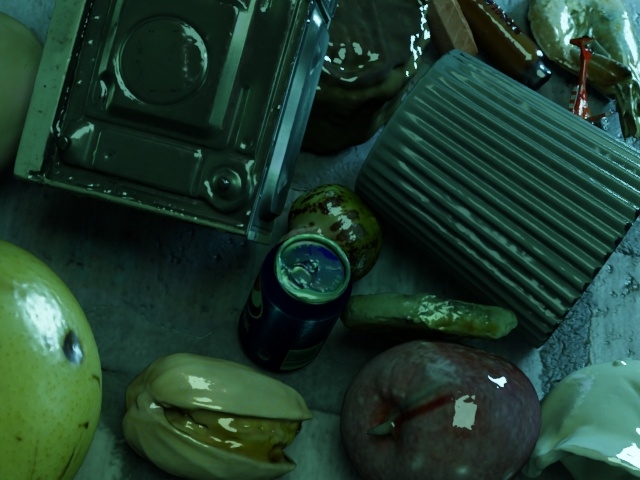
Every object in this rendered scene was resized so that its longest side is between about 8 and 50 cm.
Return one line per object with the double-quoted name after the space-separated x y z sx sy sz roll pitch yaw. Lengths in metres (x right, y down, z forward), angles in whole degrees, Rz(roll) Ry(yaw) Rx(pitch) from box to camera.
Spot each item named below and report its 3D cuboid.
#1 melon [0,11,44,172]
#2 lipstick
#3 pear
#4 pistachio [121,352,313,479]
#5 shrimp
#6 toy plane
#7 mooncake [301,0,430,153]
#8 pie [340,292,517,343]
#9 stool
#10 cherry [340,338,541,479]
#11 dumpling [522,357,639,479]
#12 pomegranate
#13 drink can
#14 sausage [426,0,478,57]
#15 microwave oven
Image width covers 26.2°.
-0.483 -0.164 1.715 0.317 0.223 0.223 -35 77 -29 "melon"
0.202 -0.393 2.124 0.077 0.077 0.418 -35 78 -29 "lipstick"
-0.406 0.168 1.497 0.348 0.348 0.348 7 61 -13 "pear"
-0.125 0.218 1.666 0.229 0.157 0.157 16 59 -14 "pistachio"
0.422 -0.287 2.139 0.168 0.077 0.317 -8 61 -9 "shrimp"
0.381 -0.202 2.063 0.077 0.126 0.194 22 53 -51 "toy plane"
-0.006 -0.299 1.948 0.324 0.187 0.324 8 62 -15 "mooncake"
0.137 0.102 1.747 0.240 0.240 0.054 7 80 -13 "pie"
0.247 -0.069 1.846 0.330 0.297 0.297 36 59 10 "stool"
0.141 0.226 1.681 0.236 0.213 0.285 30 21 36 "cherry"
0.411 0.250 1.749 0.318 0.243 0.187 3 91 -3 "dumpling"
0.010 -0.005 1.812 0.138 0.125 0.163 65 22 3 "pomegranate"
-0.031 0.078 1.724 0.118 0.205 0.118 7 60 -13 "drink can"
0.179 -0.336 2.032 0.065 0.169 0.065 -17 45 18 "sausage"
-0.168 -0.223 1.704 0.333 0.247 0.394 14 90 8 "microwave oven"
